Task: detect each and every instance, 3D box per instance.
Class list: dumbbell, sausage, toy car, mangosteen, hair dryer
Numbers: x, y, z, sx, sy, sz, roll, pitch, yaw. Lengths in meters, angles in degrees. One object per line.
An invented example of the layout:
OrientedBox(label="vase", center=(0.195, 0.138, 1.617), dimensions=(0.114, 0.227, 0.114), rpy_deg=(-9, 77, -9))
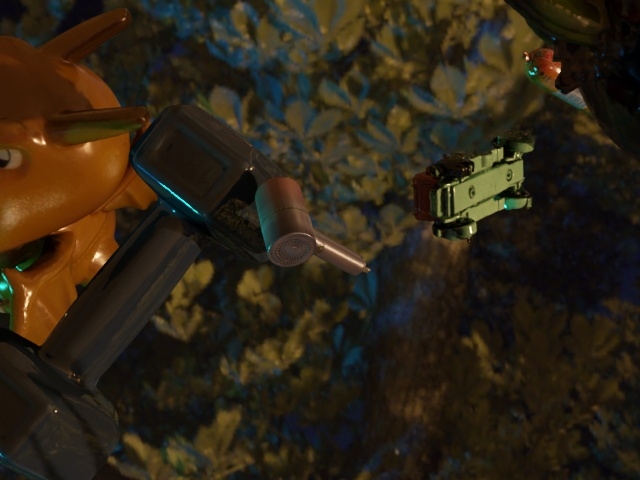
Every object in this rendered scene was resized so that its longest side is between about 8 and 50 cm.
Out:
OrientedBox(label="dumbbell", center=(-0.161, 0.044, 0.901), dimensions=(0.325, 0.160, 0.144), rpy_deg=(-52, -137, -4))
OrientedBox(label="sausage", center=(0.403, -0.196, 1.551), dimensions=(0.053, 0.347, 0.053), rpy_deg=(-26, -126, 43))
OrientedBox(label="toy car", center=(0.139, -0.051, 0.966), dimensions=(0.054, 0.073, 0.143), rpy_deg=(10, -157, 38))
OrientedBox(label="mangosteen", center=(0.331, -0.192, 0.945), dimensions=(0.359, 0.306, 0.306), rpy_deg=(-13, -156, -30))
OrientedBox(label="hair dryer", center=(0.000, 0.000, 0.835), dimensions=(0.037, 0.114, 0.063), rpy_deg=(-39, -137, 24))

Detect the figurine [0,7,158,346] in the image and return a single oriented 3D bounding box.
OrientedBox(label="figurine", center=(-0.297, -0.072, 1.265), dimensions=(0.268, 0.387, 0.401), rpy_deg=(40, -115, 23))
